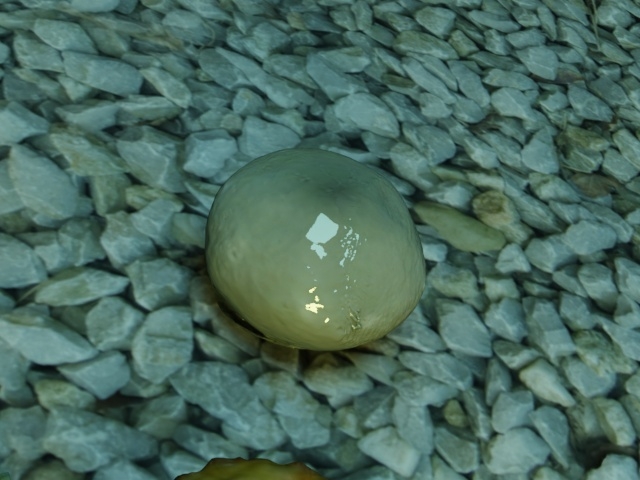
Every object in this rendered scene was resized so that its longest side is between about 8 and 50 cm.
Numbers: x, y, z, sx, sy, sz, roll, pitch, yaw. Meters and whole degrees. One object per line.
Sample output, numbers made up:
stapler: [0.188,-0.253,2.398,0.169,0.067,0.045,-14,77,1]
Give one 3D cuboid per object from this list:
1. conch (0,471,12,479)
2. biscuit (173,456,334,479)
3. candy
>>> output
conch: [-0.344,0.258,1.273,0.088,0.065,0.180,45,35,24]
biscuit: [-0.024,0.338,1.297,0.326,0.107,0.325,21,27,-11]
candy: [0.000,0.000,1.632,0.296,0.185,0.295,10,43,-9]
